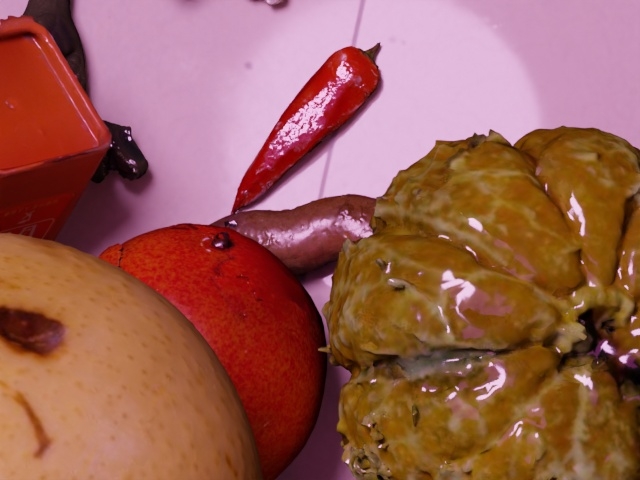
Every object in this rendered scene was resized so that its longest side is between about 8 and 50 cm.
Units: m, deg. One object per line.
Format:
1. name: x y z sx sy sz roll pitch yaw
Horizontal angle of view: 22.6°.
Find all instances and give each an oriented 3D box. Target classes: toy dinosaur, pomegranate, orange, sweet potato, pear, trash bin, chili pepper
1. toy dinosaur: -0.179 -0.135 1.265 0.179 0.087 0.187 -32 95 -32
2. pomegranate: -0.103 0.101 1.125 0.210 0.210 0.235 36 87 12
3. orange: 0.151 0.077 1.071 0.300 0.223 0.301 -7 81 -7
4. sweet potato: 0.001 -0.003 1.197 0.218 0.051 0.065 3 86 10
5. pear: -0.204 0.168 0.909 0.348 0.348 0.348 -1 83 10
6. trash bin: -0.270 -0.050 1.153 0.184 0.161 0.239 56 133 14
7. chili pepper: -0.015 -0.086 1.222 0.045 0.027 0.178 44 94 11

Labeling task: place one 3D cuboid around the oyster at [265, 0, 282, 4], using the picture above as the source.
1. oyster: -0.034 -0.229 1.242 0.051 0.034 0.093 20 98 28
